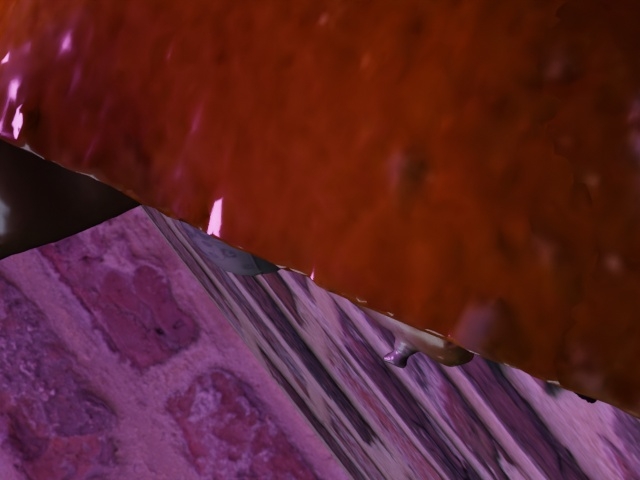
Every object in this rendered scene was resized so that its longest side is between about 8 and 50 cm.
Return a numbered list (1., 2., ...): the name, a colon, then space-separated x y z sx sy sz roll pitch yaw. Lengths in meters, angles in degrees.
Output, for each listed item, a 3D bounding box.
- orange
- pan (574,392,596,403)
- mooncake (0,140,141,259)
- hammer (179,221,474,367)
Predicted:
1. orange: 0.048 -0.018 0.491 0.310 0.274 0.274 -19 112 40
2. pan: 0.123 0.042 1.061 0.115 0.023 0.068 48 171 20
3. mooncake: -0.129 -0.119 0.923 0.161 0.290 0.290 62 169 -22
4. hammer: 0.000 0.000 1.377 0.305 0.113 0.202 39 169 29
